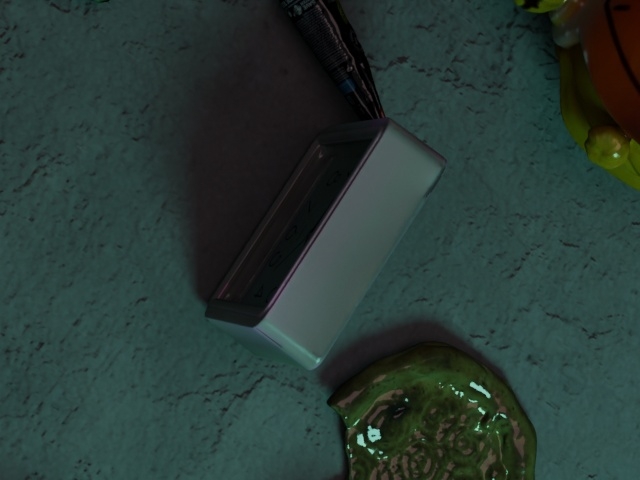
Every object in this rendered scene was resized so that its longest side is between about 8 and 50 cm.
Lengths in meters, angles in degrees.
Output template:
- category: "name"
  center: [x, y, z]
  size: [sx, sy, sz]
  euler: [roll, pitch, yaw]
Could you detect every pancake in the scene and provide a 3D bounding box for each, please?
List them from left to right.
- category: "pancake"
  center: [0.090, 0.204, 1.290]
  size: [0.212, 0.029, 0.235]
  euler: [3, 90, -20]

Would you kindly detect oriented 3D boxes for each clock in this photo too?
- category: "clock"
  center: [0.000, 0.000, 1.198]
  size: [0.063, 0.150, 0.197]
  euler: [37, 79, -18]

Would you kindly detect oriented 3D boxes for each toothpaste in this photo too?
- category: "toothpaste"
  center: [0.013, -0.160, 1.255]
  size: [0.045, 0.071, 0.193]
  euler: [-30, 93, -3]

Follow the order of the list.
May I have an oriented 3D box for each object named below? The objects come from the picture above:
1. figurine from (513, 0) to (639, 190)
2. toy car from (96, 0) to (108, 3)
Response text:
- category: "figurine"
  center: [0.311, -0.178, 1.282]
  size: [0.320, 0.196, 0.323]
  euler: [10, 76, -25]
- category: "toy car"
  center: [-0.109, -0.297, 1.179]
  size: [0.306, 0.136, 0.125]
  euler: [-25, 76, -19]
